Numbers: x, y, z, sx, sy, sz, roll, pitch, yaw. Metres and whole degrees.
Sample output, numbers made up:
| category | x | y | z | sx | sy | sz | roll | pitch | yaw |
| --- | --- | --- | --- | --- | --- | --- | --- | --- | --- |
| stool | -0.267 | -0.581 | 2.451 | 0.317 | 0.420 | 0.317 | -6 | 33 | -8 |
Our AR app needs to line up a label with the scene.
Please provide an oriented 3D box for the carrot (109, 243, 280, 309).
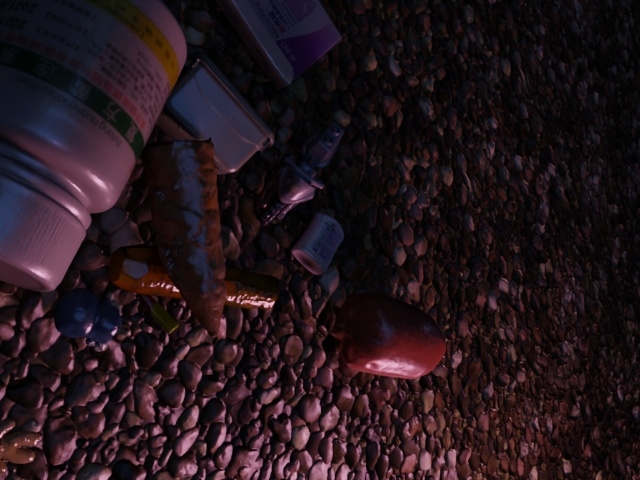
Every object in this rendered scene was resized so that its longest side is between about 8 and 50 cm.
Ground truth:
| category | x | y | z | sx | sy | sz | roll | pitch | yaw |
| --- | --- | --- | --- | --- | --- | --- | --- | --- | --- |
| carrot | -0.170 | 0.058 | 0.845 | 0.260 | 0.070 | 0.070 | 16 | 75 | -38 |

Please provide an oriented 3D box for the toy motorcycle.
| category | x | y | z | sx | sy | sz | roll | pitch | yaw |
| --- | --- | --- | --- | --- | --- | --- | --- | --- | --- |
| toy motorcycle | -0.029 | -0.117 | 0.950 | 0.080 | 0.122 | 0.215 | 41 | 59 | -11 |

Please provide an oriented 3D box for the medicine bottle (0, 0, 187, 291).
| category | x | y | z | sx | sy | sz | roll | pitch | yaw |
| --- | --- | --- | --- | --- | --- | --- | --- | --- | --- |
| medicine bottle | -0.307 | -0.131 | 0.663 | 0.208 | 0.208 | 0.340 | 33 | 65 | -33 |

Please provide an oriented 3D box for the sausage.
| category | x | y | z | sx | sy | sz | roll | pitch | yaw |
| --- | --- | --- | --- | --- | --- | --- | --- | --- | --- |
| sausage | 0.124 | 0.171 | 1.033 | 0.254 | 0.148 | 0.148 | 23 | 70 | -37 |

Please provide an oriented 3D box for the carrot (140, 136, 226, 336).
| category | x | y | z | sx | sy | sz | roll | pitch | yaw |
| --- | --- | --- | --- | --- | --- | --- | --- | --- | --- |
| carrot | -0.163 | -0.004 | 0.764 | 0.101 | 0.101 | 0.263 | -12 | 90 | -40 |

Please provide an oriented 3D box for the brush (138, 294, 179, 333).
| category | x | y | z | sx | sy | sz | roll | pitch | yaw |
| --- | --- | --- | --- | --- | --- | --- | --- | --- | --- |
| brush | -0.232 | 0.094 | 0.821 | 0.083 | 0.021 | 0.019 | 49 | 58 | -4 |

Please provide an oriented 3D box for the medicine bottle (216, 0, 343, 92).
| category | x | y | z | sx | sy | sz | roll | pitch | yaw |
| --- | --- | --- | --- | --- | --- | --- | --- | --- | --- |
| medicine bottle | -0.072 | -0.376 | 0.992 | 0.171 | 0.052 | 0.201 | -48 | 113 | -32 |

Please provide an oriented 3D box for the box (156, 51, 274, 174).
| category | x | y | z | sx | sy | sz | roll | pitch | yaw |
| --- | --- | --- | --- | --- | --- | --- | --- | --- | --- |
| box | -0.165 | -0.170 | 0.851 | 0.172 | 0.124 | 0.093 | 47 | 68 | -24 |

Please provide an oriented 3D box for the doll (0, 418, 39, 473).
| category | x | y | z | sx | sy | sz | roll | pitch | yaw |
| --- | --- | --- | --- | --- | --- | --- | --- | --- | --- |
| doll | -0.378 | 0.237 | 0.680 | 0.093 | 0.051 | 0.062 | 34 | 60 | -65 |

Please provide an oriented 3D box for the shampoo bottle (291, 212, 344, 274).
| category | x | y | z | sx | sy | sz | roll | pitch | yaw |
| --- | --- | --- | --- | --- | --- | --- | --- | --- | --- |
| shampoo bottle | 0.000 | 0.000 | 1.012 | 0.072 | 0.043 | 0.099 | 46 | 58 | -27 |

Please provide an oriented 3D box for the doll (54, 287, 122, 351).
| category | x | y | z | sx | sy | sz | roll | pitch | yaw |
| --- | --- | --- | --- | --- | --- | --- | --- | --- | --- |
| doll | -0.294 | 0.094 | 0.753 | 0.083 | 0.050 | 0.076 | 30 | 62 | -32 |
